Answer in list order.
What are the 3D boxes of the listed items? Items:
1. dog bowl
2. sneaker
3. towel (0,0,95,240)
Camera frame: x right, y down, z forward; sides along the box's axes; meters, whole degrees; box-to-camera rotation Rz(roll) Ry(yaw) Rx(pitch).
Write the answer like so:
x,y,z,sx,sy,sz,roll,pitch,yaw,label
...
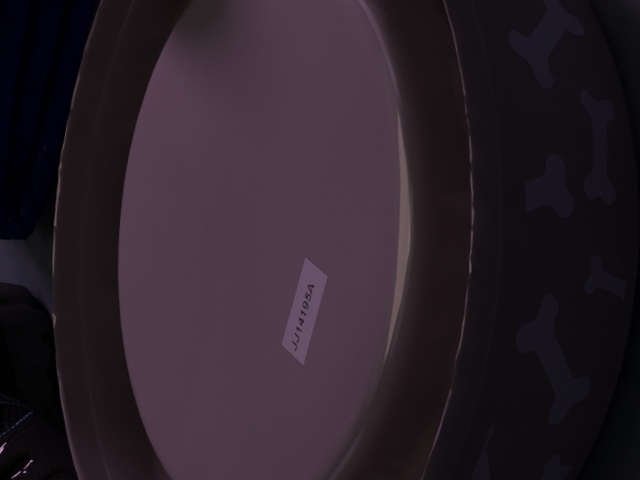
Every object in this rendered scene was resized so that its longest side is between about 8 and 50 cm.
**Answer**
x,y,z,sx,sy,sz,roll,pitch,yaw,label
0.000,0.000,0.792,0.349,0.102,0.349,-8,80,58,dog bowl
-0.198,0.141,1.059,0.341,0.140,0.125,46,122,48,sneaker
-0.232,-0.163,1.220,0.308,0.076,0.227,47,132,49,towel
